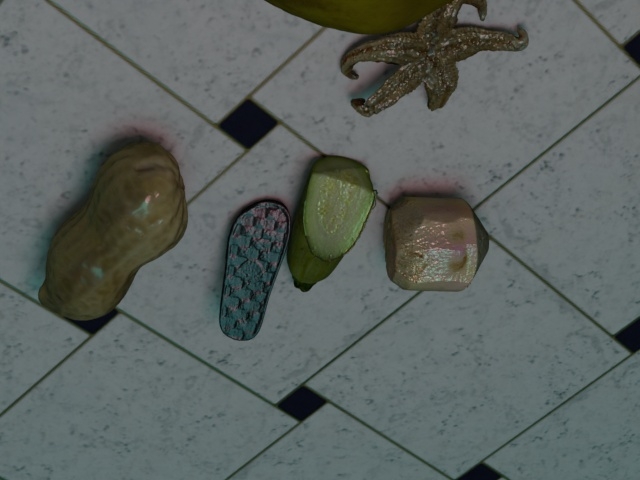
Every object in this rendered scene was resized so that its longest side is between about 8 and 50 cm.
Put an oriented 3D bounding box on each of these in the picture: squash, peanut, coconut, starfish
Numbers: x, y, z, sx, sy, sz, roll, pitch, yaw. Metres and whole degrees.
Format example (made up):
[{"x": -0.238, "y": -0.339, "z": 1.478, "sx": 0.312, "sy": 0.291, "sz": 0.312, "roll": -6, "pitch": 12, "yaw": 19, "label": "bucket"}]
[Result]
[{"x": 0.002, "y": 0.001, "z": 1.618, "sx": 0.090, "sy": 0.075, "sz": 0.200, "roll": -14, "pitch": 138, "yaw": -35, "label": "squash"}, {"x": -0.231, "y": -0.001, "z": 1.543, "sx": 0.123, "sy": 0.123, "sz": 0.257, "roll": 20, "pitch": 125, "yaw": -26, "label": "peanut"}, {"x": 0.142, "y": 0.005, "z": 1.628, "sx": 0.122, "sy": 0.116, "sz": 0.116, "roll": -2, "pitch": 130, "yaw": -9, "label": "coconut"}, {"x": 0.128, "y": -0.200, "z": 1.493, "sx": 0.209, "sy": 0.053, "sz": 0.150, "roll": -11, "pitch": 135, "yaw": -5, "label": "starfish"}]

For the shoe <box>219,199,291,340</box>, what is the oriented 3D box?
[{"x": -0.083, "y": 0.031, "z": 1.641, "sx": 0.071, "sy": 0.049, "sz": 0.179, "roll": 13, "pitch": 106, "yaw": -4, "label": "shoe"}]

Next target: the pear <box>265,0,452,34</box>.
[{"x": 0.007, "y": -0.337, "z": 1.220, "sx": 0.375, "sy": 0.287, "sz": 0.287, "roll": 14, "pitch": 127, "yaw": -2, "label": "pear"}]
